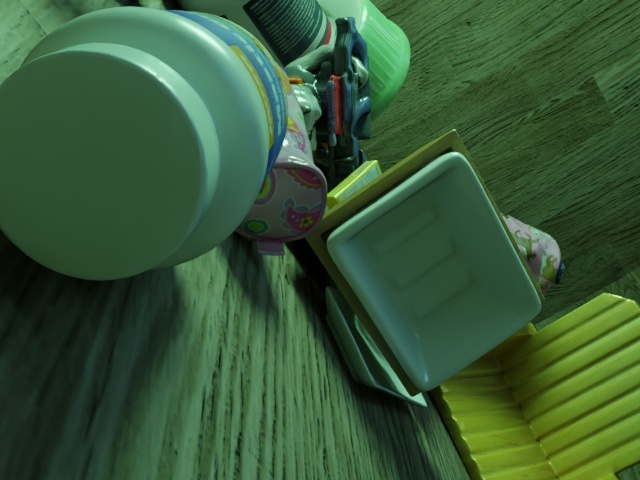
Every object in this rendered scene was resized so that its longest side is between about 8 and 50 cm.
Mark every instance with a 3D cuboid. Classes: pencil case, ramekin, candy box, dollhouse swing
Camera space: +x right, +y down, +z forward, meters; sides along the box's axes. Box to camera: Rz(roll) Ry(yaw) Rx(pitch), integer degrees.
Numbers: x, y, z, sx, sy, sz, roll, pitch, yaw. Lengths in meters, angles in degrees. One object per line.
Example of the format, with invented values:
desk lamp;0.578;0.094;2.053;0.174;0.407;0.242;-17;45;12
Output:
pencil case;-0.071;-0.111;0.880;0.124;0.124;0.284;51;14;-39
ramekin;0.015;-0.365;1.537;0.148;0.303;0.303;38;22;-44
candy box;0.078;0.001;1.082;0.105;0.027;0.206;-43;121;-39
pencil case;0.258;0.007;1.375;0.386;0.160;0.167;21;16;-29
dollhouse swing;0.434;0.276;1.351;0.315;0.305;0.347;6;51;-44

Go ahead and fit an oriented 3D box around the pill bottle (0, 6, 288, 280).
pill bottle;-0.103;-0.070;0.485;0.152;0.152;0.272;57;9;-13

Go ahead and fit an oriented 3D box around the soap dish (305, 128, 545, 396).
soap dish;0.137;0.031;1.000;0.291;0.229;0.118;57;-3;-23

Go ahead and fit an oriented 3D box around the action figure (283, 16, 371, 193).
action figure;0.000;-0.145;1.161;0.330;0.178;0.341;7;82;-74

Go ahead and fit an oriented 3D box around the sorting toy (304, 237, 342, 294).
sorting toy;0.000;0.000;1.135;0.307;0.041;0.229;57;8;-23

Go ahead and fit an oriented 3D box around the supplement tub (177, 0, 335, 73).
supplement tub;-0.112;-0.382;1.236;0.272;0.191;0.191;50;13;-44

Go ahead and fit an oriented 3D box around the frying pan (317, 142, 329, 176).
frying pan;0.024;-0.180;1.726;0.197;0.053;0.326;-103;174;-64

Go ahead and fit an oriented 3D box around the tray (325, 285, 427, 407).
tray;0.072;0.157;1.036;0.145;0.030;0.270;65;11;25
